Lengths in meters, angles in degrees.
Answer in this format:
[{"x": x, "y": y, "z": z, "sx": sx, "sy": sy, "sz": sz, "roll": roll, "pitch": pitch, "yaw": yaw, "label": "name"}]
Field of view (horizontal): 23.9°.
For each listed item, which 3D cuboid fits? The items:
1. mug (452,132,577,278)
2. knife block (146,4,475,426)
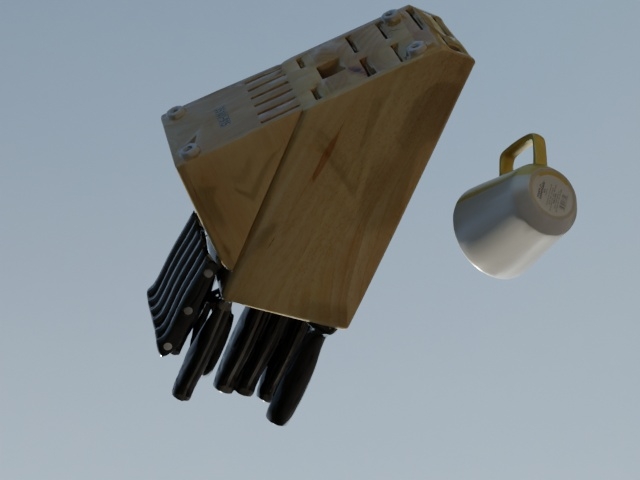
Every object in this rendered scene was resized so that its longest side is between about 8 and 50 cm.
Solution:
[{"x": 0.120, "y": -0.023, "z": 0.925, "sx": 0.062, "sy": 0.064, "sz": 0.078, "roll": -16, "pitch": -103, "yaw": -34, "label": "mug"}, {"x": 0.000, "y": 0.000, "z": 1.047, "sx": 0.088, "sy": 0.276, "sz": 0.242, "roll": -114, "pitch": -1, "yaw": -59, "label": "knife block"}]
